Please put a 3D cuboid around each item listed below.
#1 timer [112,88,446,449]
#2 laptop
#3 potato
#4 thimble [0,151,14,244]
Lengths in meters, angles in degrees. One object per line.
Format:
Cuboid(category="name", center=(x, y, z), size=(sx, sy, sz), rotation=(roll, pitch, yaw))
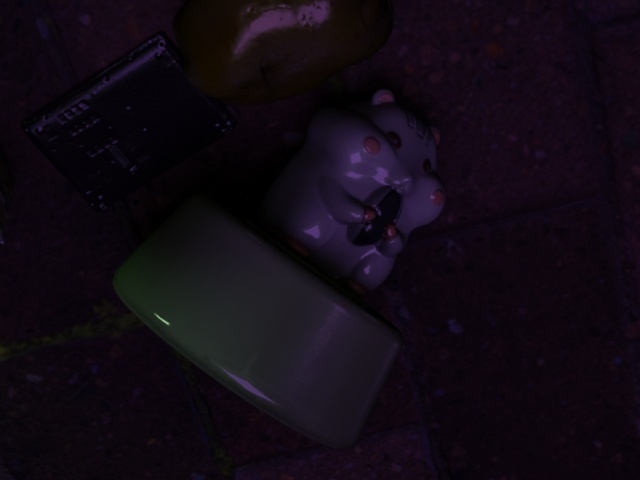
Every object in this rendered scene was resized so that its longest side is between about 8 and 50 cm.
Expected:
Cuboid(category="timer", center=(0.000, 0.000, 1.437), size=(0.290, 0.291, 0.315), rotation=(35, 92, -25))
Cuboid(category="laptop", center=(-0.191, -0.115, 1.461), size=(0.180, 0.016, 0.129), rotation=(-31, 122, 15))
Cuboid(category="potato", center=(-0.035, -0.202, 1.339), size=(0.200, 0.137, 0.155), rotation=(-18, 124, 6))
Cuboid(category="thimble", center=(-0.424, -0.047, 1.411), size=(0.196, 0.148, 0.229), rotation=(-40, 116, 21))
